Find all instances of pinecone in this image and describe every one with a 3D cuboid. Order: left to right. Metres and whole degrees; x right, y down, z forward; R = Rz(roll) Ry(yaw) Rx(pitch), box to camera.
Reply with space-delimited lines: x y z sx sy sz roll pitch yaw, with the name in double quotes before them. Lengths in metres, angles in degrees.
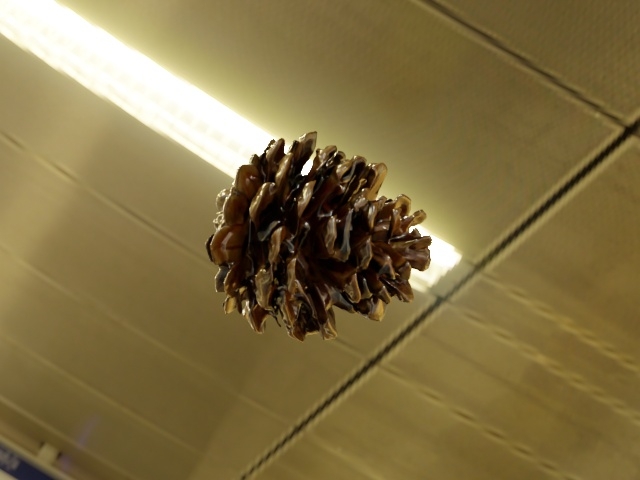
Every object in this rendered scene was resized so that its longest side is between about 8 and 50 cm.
"pinecone" 0.000 0.000 0.969 0.173 0.173 0.173 21 -31 14
